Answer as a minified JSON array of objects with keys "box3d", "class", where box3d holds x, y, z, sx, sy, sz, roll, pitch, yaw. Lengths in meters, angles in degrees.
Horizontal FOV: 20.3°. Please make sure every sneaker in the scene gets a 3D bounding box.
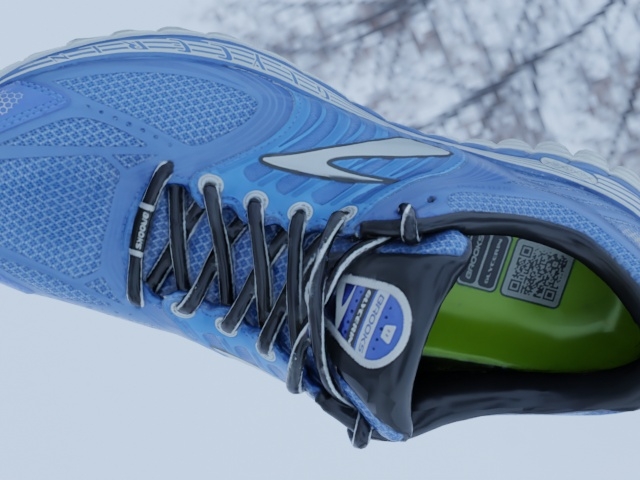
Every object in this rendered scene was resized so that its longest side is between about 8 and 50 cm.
[{"box3d":[0.000,0.000,0.721,0.147,0.330,0.130,-97,17,-72],"class":"sneaker"}]
